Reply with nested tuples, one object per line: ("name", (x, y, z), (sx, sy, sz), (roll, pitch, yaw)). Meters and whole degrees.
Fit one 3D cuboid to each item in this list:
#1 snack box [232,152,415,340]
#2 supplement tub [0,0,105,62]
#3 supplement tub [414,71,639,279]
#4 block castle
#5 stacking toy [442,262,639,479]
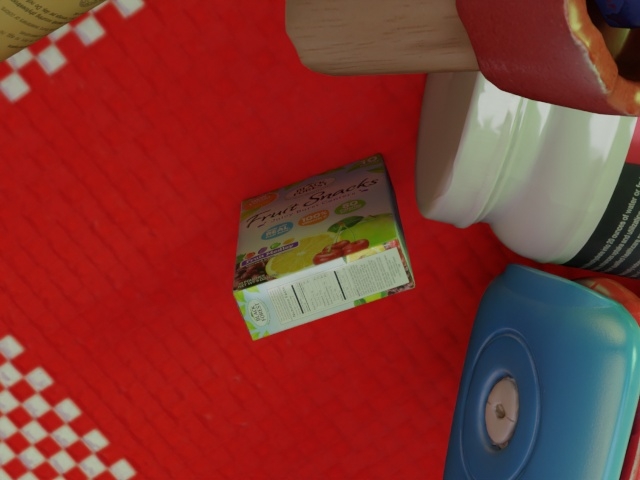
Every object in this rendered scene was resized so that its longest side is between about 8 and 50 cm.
("snack box", (0.000, 0.000, 0.749), (0.100, 0.141, 0.037), (-18, 113, 7))
("supplement tub", (-0.220, -0.196, 0.610), (0.331, 0.241, 0.241), (-27, 111, 10))
("supplement tub", (0.205, -0.069, 0.696), (0.272, 0.191, 0.191), (10, 112, -5))
("block castle", (0.152, -0.267, 0.468), (0.453, 0.213, 0.303), (-41, 120, -32))
("stacking toy", (0.237, 0.120, 0.722), (0.302, 0.175, 0.166), (11, 94, -18))
